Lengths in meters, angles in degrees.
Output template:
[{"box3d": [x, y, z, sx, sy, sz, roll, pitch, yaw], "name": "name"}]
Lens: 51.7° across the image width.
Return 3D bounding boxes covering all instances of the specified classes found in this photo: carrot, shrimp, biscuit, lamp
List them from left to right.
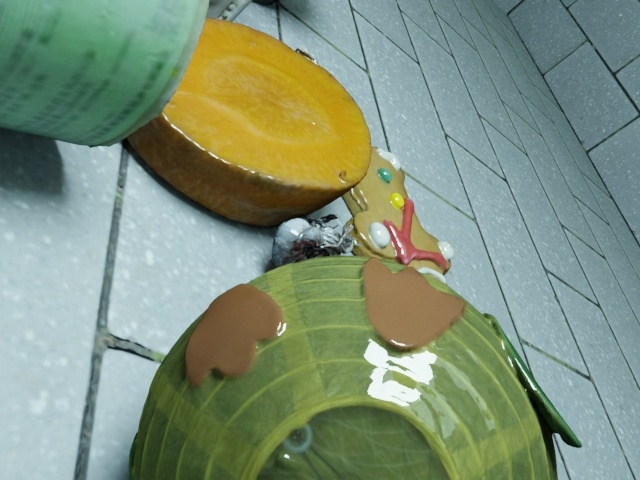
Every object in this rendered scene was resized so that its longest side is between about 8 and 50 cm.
[{"box3d": [-0.078, -0.134, 0.703, 0.307, 0.100, 0.258, -2, 56, -52], "name": "carrot"}, {"box3d": [0.000, 0.000, 0.693, 0.057, 0.065, 0.165, 35, 25, 19], "name": "shrimp"}, {"box3d": [0.017, 0.135, 0.419, 0.250, 0.250, 0.284, 57, -4, 9], "name": "lamp"}, {"box3d": [0.108, -0.012, 0.873, 0.216, 0.047, 0.339, 16, 45, -44], "name": "biscuit"}]

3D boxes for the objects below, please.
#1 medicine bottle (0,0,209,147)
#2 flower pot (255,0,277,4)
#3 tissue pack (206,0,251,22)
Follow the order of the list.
[{"box3d": [-0.282, -0.204, 0.360, 0.406, 0.236, 0.235, 8, 51, -50], "name": "medicine bottle"}, {"box3d": [-0.083, -0.473, 1.002, 0.269, 0.166, 0.269, 37, 32, -28], "name": "flower pot"}, {"box3d": [-0.109, -0.388, 0.761, 0.124, 0.271, 0.201, 20, 42, -41], "name": "tissue pack"}]
